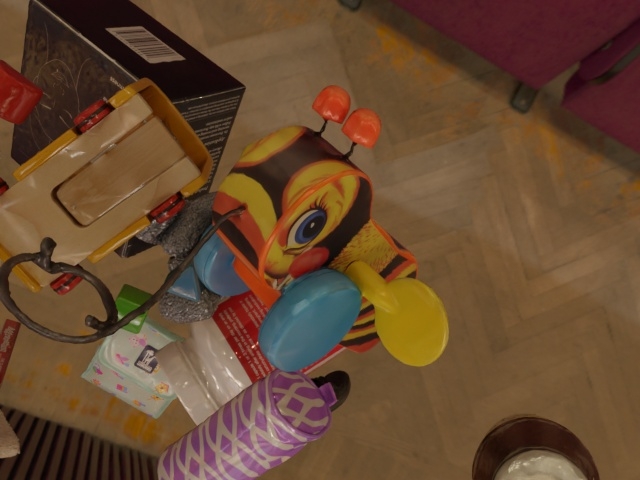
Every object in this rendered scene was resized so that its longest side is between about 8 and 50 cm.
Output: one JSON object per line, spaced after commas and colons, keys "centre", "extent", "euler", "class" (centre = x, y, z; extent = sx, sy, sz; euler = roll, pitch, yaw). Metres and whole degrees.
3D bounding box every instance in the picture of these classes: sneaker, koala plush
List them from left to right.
{"centre": [-0.112, -0.012, 0.937], "extent": [0.203, 0.221, 0.196], "euler": [-19, 87, -54], "class": "koala plush"}
{"centre": [-0.020, 0.217, 0.947], "extent": [0.170, 0.051, 0.089], "euler": [-37, 126, -37], "class": "sneaker"}

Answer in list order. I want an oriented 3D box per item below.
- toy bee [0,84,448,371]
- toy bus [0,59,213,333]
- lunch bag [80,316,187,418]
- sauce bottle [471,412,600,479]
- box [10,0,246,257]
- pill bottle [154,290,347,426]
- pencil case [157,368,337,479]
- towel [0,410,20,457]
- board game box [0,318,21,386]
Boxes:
{"centre": [0.000, 0.000, 0.404], "extent": [0.195, 0.298, 0.162], "euler": [40, 103, 10], "class": "toy bee"}
{"centre": [-0.185, -0.040, 0.535], "extent": [0.202, 0.104, 0.190], "euler": [9, 108, -6], "class": "toy bus"}
{"centre": [-0.413, 0.279, 1.575], "extent": [0.223, 0.262, 0.160], "euler": [34, 44, -11], "class": "lunch bag"}
{"centre": [0.197, 0.215, 0.613], "extent": [0.112, 0.344, 0.111], "euler": [-4, 75, 14], "class": "sauce bottle"}
{"centre": [-0.513, -0.302, 1.720], "extent": [0.480, 0.471, 0.297], "euler": [39, 35, 17], "class": "box"}
{"centre": [-0.111, 0.191, 1.347], "extent": [0.408, 0.229, 0.228], "euler": [-31, 98, -14], "class": "pill bottle"}
{"centre": [-0.081, 0.210, 0.688], "extent": [0.088, 0.206, 0.086], "euler": [16, 44, -46], "class": "pencil case"}
{"centre": [-0.662, 0.316, 1.180], "extent": [0.187, 0.282, 0.049], "euler": [9, 96, -41], "class": "towel"}
{"centre": [-0.478, 0.234, 0.936], "extent": [0.027, 0.281, 0.145], "euler": [22, 102, -22], "class": "board game box"}
